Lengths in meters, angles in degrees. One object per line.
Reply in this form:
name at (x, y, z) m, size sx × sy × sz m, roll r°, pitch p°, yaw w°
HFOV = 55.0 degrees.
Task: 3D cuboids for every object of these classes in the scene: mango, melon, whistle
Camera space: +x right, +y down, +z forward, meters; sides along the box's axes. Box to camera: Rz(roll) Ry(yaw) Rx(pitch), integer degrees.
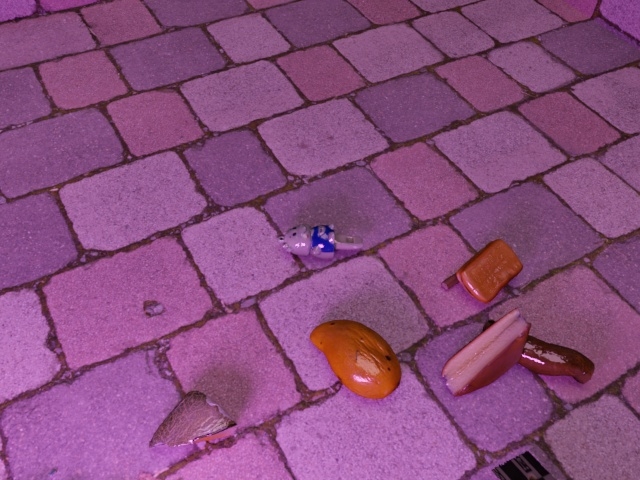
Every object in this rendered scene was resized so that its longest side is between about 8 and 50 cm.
mango at (0.087, 0.278, 1.510) m, size 0.157 × 0.109 × 0.262 m, roll -38°, pitch 60°, yaw -26°
melon at (-0.287, 0.406, 1.387) m, size 0.202 × 0.093 × 0.140 m, roll -13°, pitch 54°, yaw -4°
whistle at (0.000, 0.000, 1.751) m, size 0.244 × 0.092 × 0.110 m, roll 2°, pitch 39°, yaw -1°

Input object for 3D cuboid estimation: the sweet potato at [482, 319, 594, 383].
sweet potato at (0.545, 0.286, 1.568) m, size 0.285 × 0.085 × 0.112 m, roll 19°, pitch 16°, yaw 25°

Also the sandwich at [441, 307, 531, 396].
sandwich at (0.415, 0.281, 1.519) m, size 0.258 × 0.096 × 0.094 m, roll -41°, pitch 52°, yaw 7°

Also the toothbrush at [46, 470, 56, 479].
toothbrush at (-0.597, 0.522, 1.278) m, size 0.013 × 0.011 × 0.131 m, roll 10°, pitch 21°, yaw 17°

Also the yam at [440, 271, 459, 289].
yam at (0.398, 0.096, 1.741) m, size 0.145 × 0.032 × 0.032 m, roll -32°, pitch 59°, yaw -27°

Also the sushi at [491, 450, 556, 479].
sushi at (0.486, 0.618, 1.231) m, size 0.373 × 0.100 × 0.296 m, roll 46°, pitch 16°, yaw 29°

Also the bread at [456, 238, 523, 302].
bread at (0.467, 0.086, 1.711) m, size 0.200 × 0.077 × 0.116 m, roll -36°, pitch 88°, yaw -28°
